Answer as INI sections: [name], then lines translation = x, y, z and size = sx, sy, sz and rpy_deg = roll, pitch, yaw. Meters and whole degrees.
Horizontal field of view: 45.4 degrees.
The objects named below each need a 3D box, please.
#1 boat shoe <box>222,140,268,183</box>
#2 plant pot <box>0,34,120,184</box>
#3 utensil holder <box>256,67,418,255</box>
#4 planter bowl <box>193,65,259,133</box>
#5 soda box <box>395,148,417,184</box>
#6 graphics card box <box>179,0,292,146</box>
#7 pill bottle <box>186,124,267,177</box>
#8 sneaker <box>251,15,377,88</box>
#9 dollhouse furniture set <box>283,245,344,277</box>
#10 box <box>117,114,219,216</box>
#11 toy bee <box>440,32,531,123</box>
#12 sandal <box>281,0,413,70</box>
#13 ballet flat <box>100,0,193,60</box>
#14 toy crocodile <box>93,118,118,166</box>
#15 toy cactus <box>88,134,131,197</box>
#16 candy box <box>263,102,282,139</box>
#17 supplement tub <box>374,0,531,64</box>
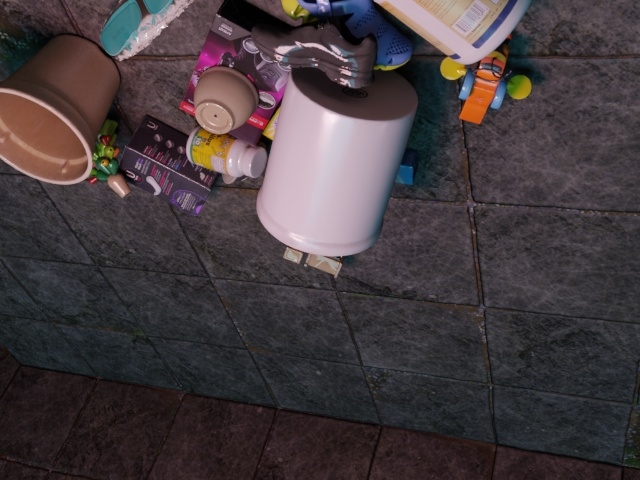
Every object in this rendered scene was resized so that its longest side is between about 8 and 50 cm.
[boat shoe]
translation = -0.209, -0.230, 2.231
size = 0.065, 0.075, 0.206
rpy_deg = -8, 161, -45
[plant pot]
translation = -0.699, -0.373, 2.049
size = 0.334, 0.305, 0.333
rpy_deg = 13, 144, 10
[utensil holder]
translation = 0.037, -0.207, 1.842
size = 0.328, 0.327, 0.385
rpy_deg = 18, 130, 3
[planter bowl]
translation = -0.244, -0.332, 1.887
size = 0.162, 0.109, 0.162
rpy_deg = 11, 140, 9
[soda box]
translation = 0.153, -0.210, 2.060
size = 0.210, 0.067, 0.071
rpy_deg = 10, 143, 15
[graphics card box]
translation = -0.198, -0.417, 1.937
size = 0.233, 0.094, 0.371
rpy_deg = 28, 143, -10
[pill bottle]
translation = -0.260, -0.244, 2.137
size = 0.209, 0.117, 0.117
rpy_deg = 20, 146, 23
[sneaker]
translation = -0.008, -0.432, 1.650
size = 0.286, 0.109, 0.130
rpy_deg = 17, 127, 3
[dollhouse furniture set]
translation = 0.000, 0.000, 2.417
size = 0.182, 0.101, 0.160
rpy_deg = 22, 120, -1
[box]
translation = -0.440, -0.219, 2.265
size = 0.270, 0.143, 0.165
rpy_deg = 28, 144, -10
[toy bee]
translation = 0.385, -0.374, 1.693
size = 0.195, 0.162, 0.298
rpy_deg = 22, 170, -16
[sandal]
translation = 0.073, -0.493, 1.688
size = 0.317, 0.126, 0.138
rpy_deg = 28, 140, -13
[ballet flat]
translation = -0.385, -0.567, 1.810
size = 0.147, 0.147, 0.409
rpy_deg = 39, 142, -24
[toy crocodile]
translation = -0.699, -0.277, 2.341
size = 0.105, 0.115, 0.341
rpy_deg = 34, 144, -24
[toy cactus]
translation = -0.618, -0.201, 2.202
size = 0.180, 0.112, 0.219
rpy_deg = 53, 136, -6
[candy box]
translation = -0.072, -0.324, 2.053
size = 0.105, 0.027, 0.206
rpy_deg = 31, 143, -10
[supplement tub]
translation = 0.231, -0.517, 1.485
size = 0.316, 0.228, 0.228
rpy_deg = 32, 142, -16
